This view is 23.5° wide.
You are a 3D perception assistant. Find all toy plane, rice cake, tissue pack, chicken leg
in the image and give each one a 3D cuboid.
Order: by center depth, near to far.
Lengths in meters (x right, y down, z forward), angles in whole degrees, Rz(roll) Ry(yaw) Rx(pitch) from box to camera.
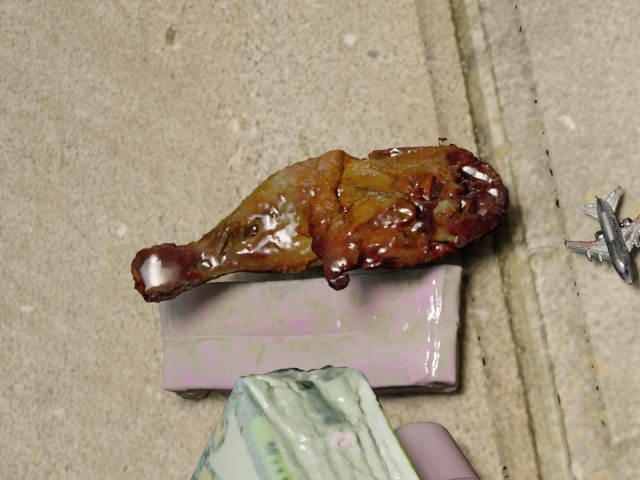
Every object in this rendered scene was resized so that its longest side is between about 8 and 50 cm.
[{"bbox_3d":[-0.029,0.280,1.137,0.311,0.128,0.228,-64,38,34],"label":"tissue pack"},{"bbox_3d":[0.231,-0.001,1.200,0.078,0.031,0.083,-28,62,22],"label":"toy plane"},{"bbox_3d":[0.002,-0.006,1.285,0.322,0.083,0.177,-3,30,29],"label":"chicken leg"},{"bbox_3d":[-0.013,0.083,1.316,0.298,0.050,0.106,-5,71,31],"label":"rice cake"}]

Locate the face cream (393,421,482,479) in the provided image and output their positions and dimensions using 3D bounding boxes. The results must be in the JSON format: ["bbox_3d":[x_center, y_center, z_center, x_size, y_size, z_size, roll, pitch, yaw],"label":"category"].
[{"bbox_3d":[0.121,0.262,1.134,0.274,0.154,0.096,58,134,38],"label":"face cream"}]
